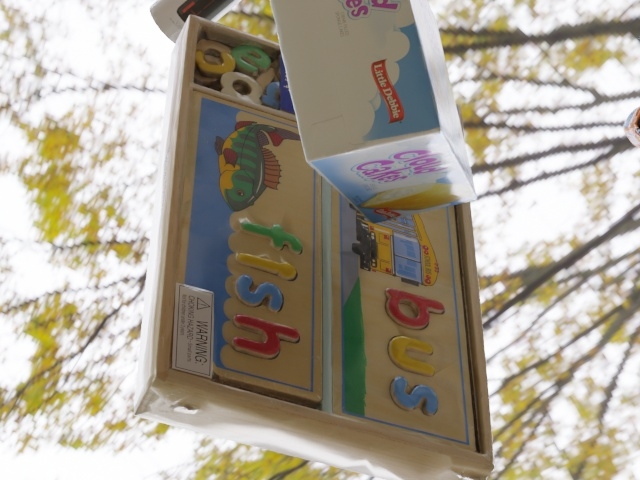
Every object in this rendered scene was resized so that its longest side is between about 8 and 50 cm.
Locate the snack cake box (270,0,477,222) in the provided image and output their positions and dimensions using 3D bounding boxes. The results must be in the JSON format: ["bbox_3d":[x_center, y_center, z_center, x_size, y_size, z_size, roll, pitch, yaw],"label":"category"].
[{"bbox_3d":[0.040,-0.110,1.008,0.089,0.264,0.152,-13,-99,9],"label":"snack cake box"}]

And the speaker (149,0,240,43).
[{"bbox_3d":[-0.101,-0.249,1.417,0.055,0.136,0.055,45,-160,-22],"label":"speaker"}]

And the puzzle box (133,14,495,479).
[{"bbox_3d":[0.000,0.000,1.179,0.272,0.052,0.409,17,-136,-18],"label":"puzzle box"}]

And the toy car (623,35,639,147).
[{"bbox_3d":[0.293,-0.132,1.263,0.060,0.040,0.122,22,-100,-35],"label":"toy car"}]
